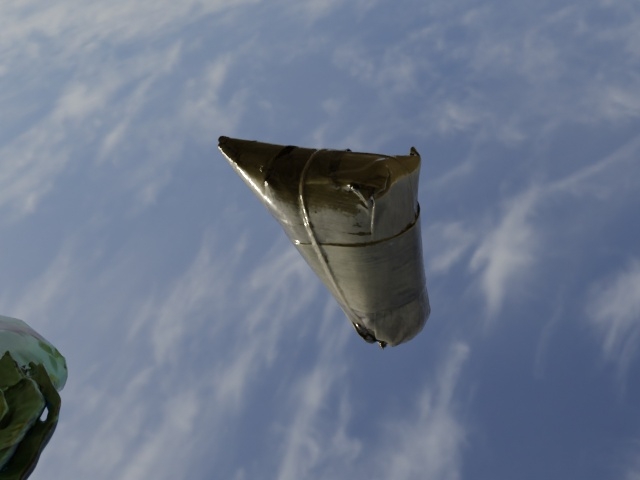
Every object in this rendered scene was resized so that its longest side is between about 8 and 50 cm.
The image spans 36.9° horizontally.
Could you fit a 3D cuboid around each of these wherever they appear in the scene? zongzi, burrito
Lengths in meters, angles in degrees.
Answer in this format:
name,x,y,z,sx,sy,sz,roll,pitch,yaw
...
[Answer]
name,x,y,z,sx,sy,sz,roll,pitch,yaw
zongzi,0.000,0.000,0.756,0.176,0.160,0.078,8,-153,31
burrito,-0.170,0.077,0.450,0.104,0.054,0.288,5,-178,2
